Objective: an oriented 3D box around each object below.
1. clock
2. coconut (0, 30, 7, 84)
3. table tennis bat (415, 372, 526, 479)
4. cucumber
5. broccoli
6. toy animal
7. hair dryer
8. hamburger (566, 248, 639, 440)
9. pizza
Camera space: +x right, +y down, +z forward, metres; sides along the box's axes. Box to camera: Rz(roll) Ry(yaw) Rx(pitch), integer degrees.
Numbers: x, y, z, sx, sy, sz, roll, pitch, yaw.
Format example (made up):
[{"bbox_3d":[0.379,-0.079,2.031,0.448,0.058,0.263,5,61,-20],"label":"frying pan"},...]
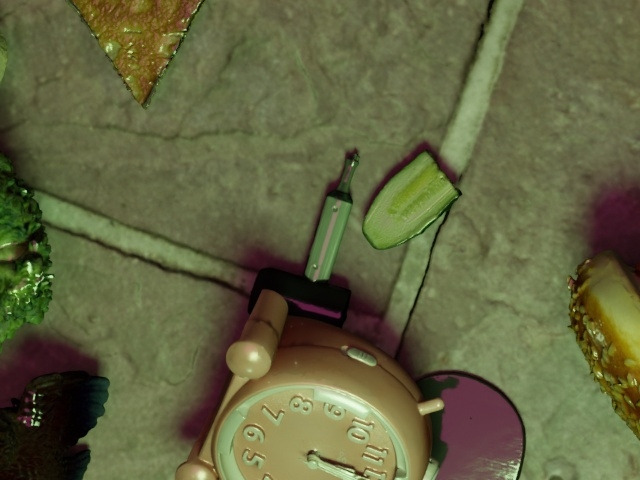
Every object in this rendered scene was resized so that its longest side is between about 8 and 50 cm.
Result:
[{"bbox_3d":[0.006,0.187,1.793,0.241,0.142,0.227,24,124,1],"label":"clock"},{"bbox_3d":[-0.387,-0.175,1.842,0.116,0.122,0.116,8,62,-16],"label":"coconut"},{"bbox_3d":[0.113,0.270,1.855,0.154,0.021,0.274,23,93,7],"label":"table tennis bat"},{"bbox_3d":[0.091,-0.033,1.834,0.107,0.035,0.067,-41,70,8],"label":"cucumber"},{"bbox_3d":[-0.400,-0.007,1.793,0.288,0.235,0.260,37,104,11],"label":"broccoli"},{"bbox_3d":[-0.304,0.220,1.817,0.218,0.179,0.116,-42,87,5],"label":"toy animal"},{"bbox_3d":[0.000,0.000,1.844,0.100,0.057,0.198,18,86,5],"label":"hair dryer"},{"bbox_3d":[0.374,0.101,1.697,0.225,0.291,0.291,-34,89,11],"label":"hamburger"},{"bbox_3d":[-0.174,-0.227,1.852,0.184,0.036,0.176,-13,89,10],"label":"pizza"}]
